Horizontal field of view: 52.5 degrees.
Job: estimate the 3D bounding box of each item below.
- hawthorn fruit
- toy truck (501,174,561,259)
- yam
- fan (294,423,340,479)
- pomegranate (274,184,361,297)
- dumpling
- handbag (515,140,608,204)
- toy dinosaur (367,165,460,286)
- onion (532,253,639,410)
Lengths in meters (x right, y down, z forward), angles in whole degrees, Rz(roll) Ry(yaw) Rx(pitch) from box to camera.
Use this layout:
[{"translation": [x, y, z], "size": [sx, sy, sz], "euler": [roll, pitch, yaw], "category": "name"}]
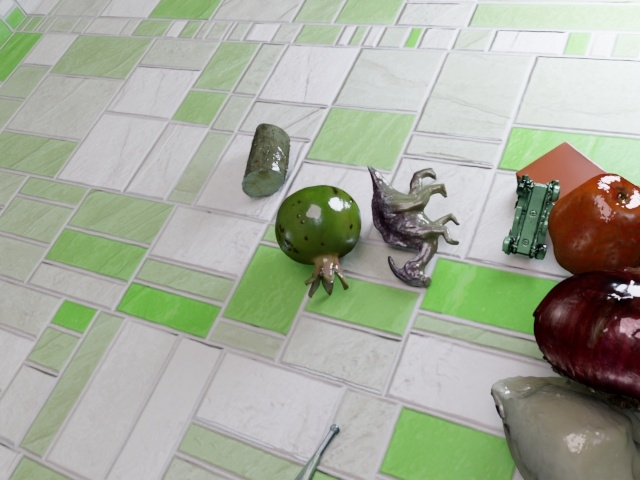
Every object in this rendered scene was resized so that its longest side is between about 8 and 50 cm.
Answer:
[{"translation": [0.471, -0.021, 1.086], "size": [0.189, 0.189, 0.189], "euler": [-10, 54, 14], "category": "hawthorn fruit"}, {"translation": [0.400, -0.041, 1.223], "size": [0.080, 0.078, 0.154], "euler": [13, 93, 21], "category": "toy truck"}, {"translation": [-0.124, -0.194, 1.530], "size": [0.107, 0.107, 0.183], "euler": [-6, 54, 17], "category": "yam"}, {"translation": [-0.022, 0.404, 1.126], "size": [0.038, 0.016, 0.193], "euler": [26, 70, 30], "category": "fan"}, {"translation": [0.000, 0.000, 1.312], "size": [0.182, 0.181, 0.224], "euler": [-13, 73, 12], "category": "pomegranate"}, {"translation": [0.396, 0.290, 0.969], "size": [0.227, 0.175, 0.243], "euler": [-10, 66, -22], "category": "dumpling"}, {"translation": [0.487, -0.097, 1.254], "size": [0.127, 0.062, 0.190], "euler": [-33, 48, -3], "category": "handbag"}, {"translation": [0.189, -0.047, 1.319], "size": [0.162, 0.077, 0.294], "euler": [-21, 53, 6], "category": "toy dinosaur"}, {"translation": [0.471, 0.131, 0.938], "size": [0.314, 0.314, 0.232], "euler": [17, 98, 30], "category": "onion"}]
